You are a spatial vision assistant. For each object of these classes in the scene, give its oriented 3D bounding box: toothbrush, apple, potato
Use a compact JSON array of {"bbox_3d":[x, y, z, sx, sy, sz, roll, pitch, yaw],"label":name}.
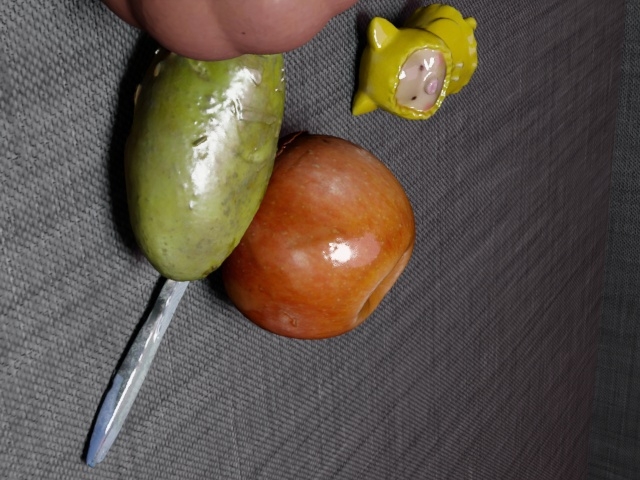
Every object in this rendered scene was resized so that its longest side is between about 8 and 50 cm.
[{"bbox_3d":[-0.171,0.062,1.183,0.413,0.042,0.035,-66,149,-14],"label":"toothbrush"},{"bbox_3d":[0.000,0.000,1.254,0.251,0.206,0.272,-64,168,-10],"label":"apple"},{"bbox_3d":[-0.125,-0.103,1.098,0.176,0.141,0.298,12,99,-48],"label":"potato"}]

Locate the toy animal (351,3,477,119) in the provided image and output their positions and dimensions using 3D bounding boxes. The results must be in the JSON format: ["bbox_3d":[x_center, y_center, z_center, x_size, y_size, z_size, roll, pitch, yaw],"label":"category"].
[{"bbox_3d":[0.144,-0.263,1.503,0.230,0.156,0.156,-25,124,-42],"label":"toy animal"}]

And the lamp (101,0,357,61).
[{"bbox_3d":[-0.072,-0.303,0.945,0.239,0.305,0.305,41,65,-70],"label":"lamp"}]
